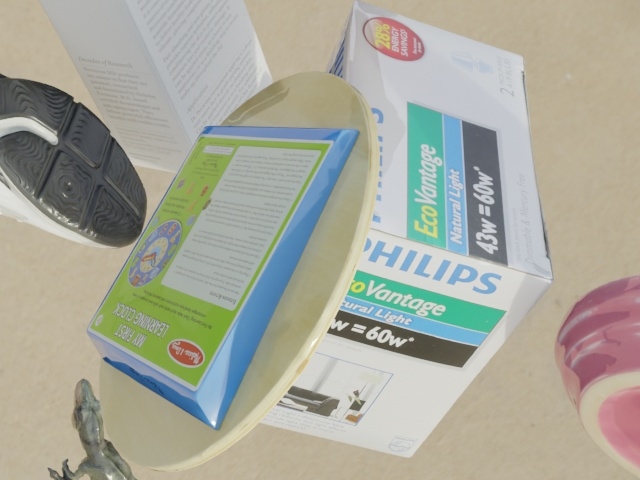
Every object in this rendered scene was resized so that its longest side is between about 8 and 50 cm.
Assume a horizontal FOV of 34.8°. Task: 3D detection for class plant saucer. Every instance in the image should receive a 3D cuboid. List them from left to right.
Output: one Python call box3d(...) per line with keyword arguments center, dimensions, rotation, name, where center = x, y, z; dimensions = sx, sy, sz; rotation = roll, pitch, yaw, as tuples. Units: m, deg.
box3d(center=(0.375, 0.162, 0.955), dimensions=(0.332, 0.332, 0.084), rotation=(32, 61, -4), name="plant saucer")

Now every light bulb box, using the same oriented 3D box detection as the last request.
box3d(center=(0.072, -0.007, 1.174), dimensions=(0.225, 0.361, 0.357), rotation=(15, 47, -12), name="light bulb box")

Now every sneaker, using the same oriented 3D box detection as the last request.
box3d(center=(-0.459, -0.108, 1.342), dimensions=(0.448, 0.258, 0.169), rotation=(35, 51, -32), name="sneaker")

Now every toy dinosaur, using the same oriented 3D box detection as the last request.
box3d(center=(-0.208, 0.264, 1.040), dimensions=(0.064, 0.118, 0.268), rotation=(-45, 114, -40), name="toy dinosaur")

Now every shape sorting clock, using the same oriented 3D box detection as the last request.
box3d(center=(-0.043, 0.011, 0.490), dimensions=(0.040, 0.206, 0.206), rotation=(35, 52, -30), name="shape sorting clock")

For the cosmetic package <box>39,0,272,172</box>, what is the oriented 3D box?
box3d(center=(-0.243, -0.330, 1.451), dimensions=(0.162, 0.453, 0.230), rotation=(12, 54, 27), name="cosmetic package")
